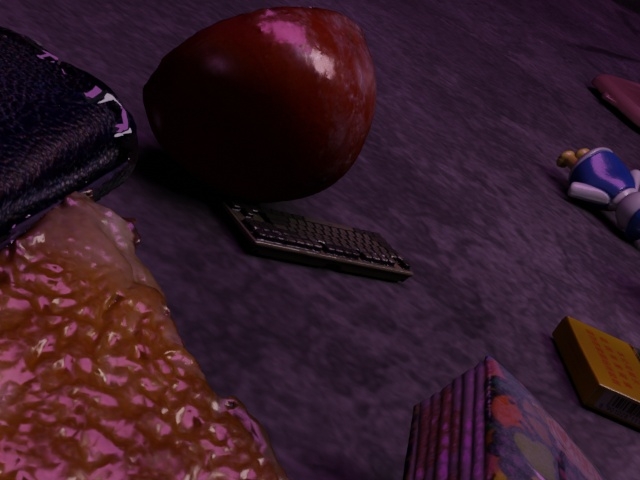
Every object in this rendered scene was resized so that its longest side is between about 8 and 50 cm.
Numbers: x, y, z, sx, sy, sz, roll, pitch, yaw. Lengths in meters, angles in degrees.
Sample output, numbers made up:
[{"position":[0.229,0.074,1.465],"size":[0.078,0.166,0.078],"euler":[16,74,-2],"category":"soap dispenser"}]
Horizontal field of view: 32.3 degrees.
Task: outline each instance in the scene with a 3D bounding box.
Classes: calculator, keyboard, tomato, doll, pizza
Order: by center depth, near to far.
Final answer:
[{"position":[-0.077,0.082,0.367],"size":[0.147,0.069,0.226],"euler":[-12,55,-48],"category":"pizza"},{"position":[-0.028,-0.071,0.678],"size":[0.159,0.139,0.091],"euler":[16,50,-63],"category":"tomato"},{"position":[0.000,0.000,0.695],"size":[0.129,0.015,0.049],"euler":[12,29,-37],"category":"keyboard"},{"position":[0.296,-0.046,1.106],"size":[0.099,0.058,0.143],"euler":[-13,45,-30],"category":"doll"},{"position":[0.564,-0.177,1.718],"size":[0.329,0.048,0.220],"euler":[16,28,-27],"category":"calculator"}]

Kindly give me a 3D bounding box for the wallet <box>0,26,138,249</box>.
[{"position":[-0.236,-0.063,0.486],"size":[0.262,0.071,0.221],"euler":[29,27,4],"category":"wallet"}]

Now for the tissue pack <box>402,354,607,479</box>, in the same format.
[{"position":[0.084,0.127,0.447],"size":[0.108,0.060,0.148],"euler":[50,20,-11],"category":"tissue pack"}]

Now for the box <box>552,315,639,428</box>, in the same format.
[{"position":[0.236,0.108,0.754],"size":[0.155,0.023,0.087],"euler":[24,20,-16],"category":"box"}]
